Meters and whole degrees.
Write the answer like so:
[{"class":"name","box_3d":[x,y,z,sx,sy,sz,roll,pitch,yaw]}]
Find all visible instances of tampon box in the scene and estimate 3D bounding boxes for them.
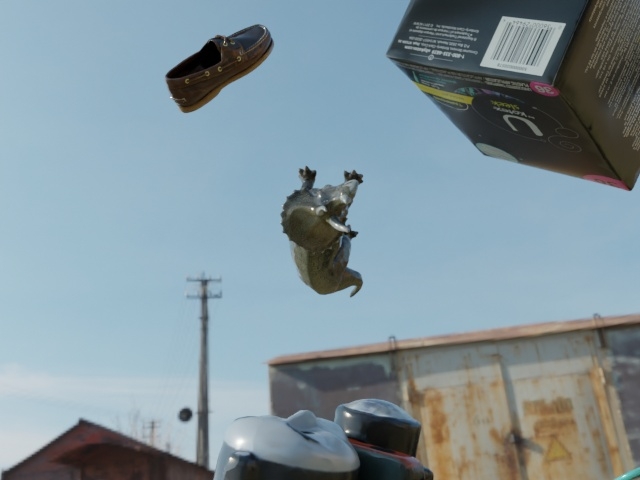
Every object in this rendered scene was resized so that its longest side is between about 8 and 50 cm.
[{"class":"tampon box","box_3d":[0.145,-0.116,0.458,0.120,0.101,0.161,23,-3,41]}]

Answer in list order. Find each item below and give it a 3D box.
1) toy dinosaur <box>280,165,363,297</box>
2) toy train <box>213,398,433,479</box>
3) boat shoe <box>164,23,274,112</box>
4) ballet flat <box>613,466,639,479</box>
[{"class":"toy dinosaur","box_3d":[0.000,0.000,0.986,0.121,0.160,0.313,15,-38,11]},{"class":"toy train","box_3d":[-0.019,0.247,0.361,0.142,0.333,0.190,8,-8,34]},{"class":"boat shoe","box_3d":[-0.161,-0.292,1.137,0.073,0.207,0.073,30,-25,36]},{"class":"ballet flat","box_3d":[0.332,0.323,0.745,0.116,0.124,0.342,-18,-28,-5]}]
